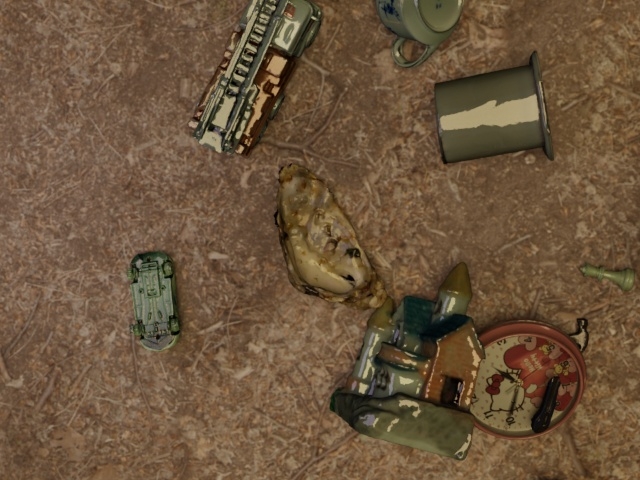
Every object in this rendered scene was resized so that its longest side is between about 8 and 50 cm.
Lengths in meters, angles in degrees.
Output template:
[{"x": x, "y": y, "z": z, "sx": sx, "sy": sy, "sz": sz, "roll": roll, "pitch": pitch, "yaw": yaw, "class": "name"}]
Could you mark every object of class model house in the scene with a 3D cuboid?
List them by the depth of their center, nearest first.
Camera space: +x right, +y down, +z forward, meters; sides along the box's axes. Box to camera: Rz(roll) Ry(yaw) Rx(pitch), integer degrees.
[{"x": 0.166, "y": 0.181, "z": 1.697, "sx": 0.194, "sy": 0.267, "sz": 0.325, "roll": 18, "pitch": 86, "yaw": -11, "class": "model house"}]

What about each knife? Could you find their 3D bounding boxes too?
[{"x": 0.404, "y": 0.291, "z": 1.745, "sx": 0.031, "sy": 0.018, "sz": 0.121, "roll": 9, "pitch": 111, "yaw": -5, "class": "knife"}]

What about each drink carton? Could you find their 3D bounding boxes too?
[{"x": 0.294, "y": -0.220, "z": 1.666, "sx": 0.189, "sy": 0.191, "sz": 0.186, "roll": -5, "pitch": 99, "yaw": 12, "class": "drink carton"}]

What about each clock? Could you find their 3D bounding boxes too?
[{"x": 0.360, "y": 0.253, "z": 1.769, "sx": 0.244, "sy": 0.056, "sz": 0.245, "roll": 0, "pitch": 113, "yaw": 0, "class": "clock"}]

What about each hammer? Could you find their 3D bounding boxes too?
[{"x": 0.388, "y": 0.184, "z": 1.787, "sx": 0.200, "sy": 0.021, "sz": 0.078, "roll": -2, "pitch": 97, "yaw": 5, "class": "hammer"}]

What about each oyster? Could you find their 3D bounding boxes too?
[{"x": 0.005, "y": -0.001, "z": 1.772, "sx": 0.166, "sy": 0.094, "sz": 0.295, "roll": -16, "pitch": 84, "yaw": -10, "class": "oyster"}]

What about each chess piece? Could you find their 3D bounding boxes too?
[{"x": 0.512, "y": 0.062, "z": 1.753, "sx": 0.093, "sy": 0.042, "sz": 0.042, "roll": 12, "pitch": 98, "yaw": 8, "class": "chess piece"}]

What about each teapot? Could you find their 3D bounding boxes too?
[{"x": 0.154, "y": -0.412, "z": 1.678, "sx": 0.158, "sy": 0.159, "sz": 0.232, "roll": -5, "pitch": 107, "yaw": 5, "class": "teapot"}]

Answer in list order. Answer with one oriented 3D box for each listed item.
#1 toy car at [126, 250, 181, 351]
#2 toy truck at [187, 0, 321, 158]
[{"x": -0.307, "y": 0.114, "z": 1.816, "sx": 0.093, "sy": 0.058, "sz": 0.186, "roll": -8, "pitch": 85, "yaw": 6, "class": "toy car"}, {"x": -0.108, "y": -0.312, "z": 1.679, "sx": 0.132, "sy": 0.184, "sz": 0.338, "roll": 28, "pitch": 99, "yaw": -1, "class": "toy truck"}]
